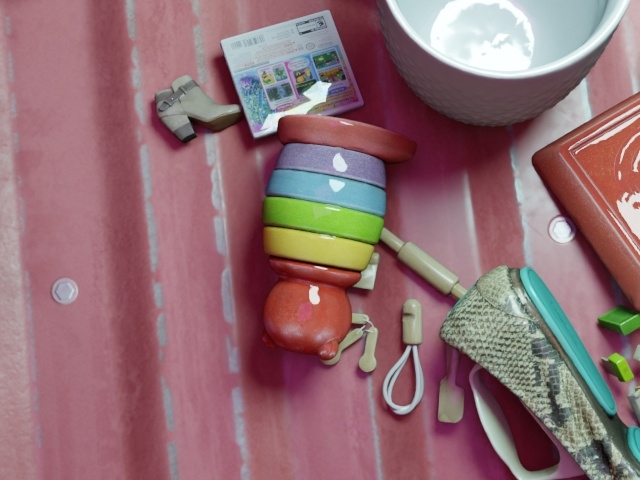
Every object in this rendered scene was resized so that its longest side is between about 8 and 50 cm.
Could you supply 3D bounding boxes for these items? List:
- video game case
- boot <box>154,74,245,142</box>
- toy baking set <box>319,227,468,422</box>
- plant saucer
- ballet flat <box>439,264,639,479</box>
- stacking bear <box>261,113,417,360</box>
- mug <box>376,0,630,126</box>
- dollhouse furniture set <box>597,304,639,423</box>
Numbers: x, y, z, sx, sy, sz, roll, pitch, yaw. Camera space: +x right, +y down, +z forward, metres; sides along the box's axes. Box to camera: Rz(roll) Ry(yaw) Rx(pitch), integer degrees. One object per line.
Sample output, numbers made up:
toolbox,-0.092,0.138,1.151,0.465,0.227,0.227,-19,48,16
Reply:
video game case,-0.038,-0.223,1.435,0.157,0.019,0.143,-18,81,-10
boot,-0.163,-0.186,1.444,0.118,0.042,0.087,-23,69,-10
toy baking set,0.106,0.111,1.386,0.256,0.030,0.196,33,91,14
plant saucer,0.440,-0.082,1.343,0.258,0.048,0.259,-30,66,2
ballet flat,0.323,0.253,1.294,0.182,0.164,0.483,-42,83,18
stacking bear,0.000,0.000,1.333,0.175,0.164,0.289,9,88,21
mug,0.171,-0.307,1.290,0.374,0.328,0.276,40,86,9
dollhouse furniture set,0.406,0.161,1.358,0.076,0.058,0.151,-29,100,-8
